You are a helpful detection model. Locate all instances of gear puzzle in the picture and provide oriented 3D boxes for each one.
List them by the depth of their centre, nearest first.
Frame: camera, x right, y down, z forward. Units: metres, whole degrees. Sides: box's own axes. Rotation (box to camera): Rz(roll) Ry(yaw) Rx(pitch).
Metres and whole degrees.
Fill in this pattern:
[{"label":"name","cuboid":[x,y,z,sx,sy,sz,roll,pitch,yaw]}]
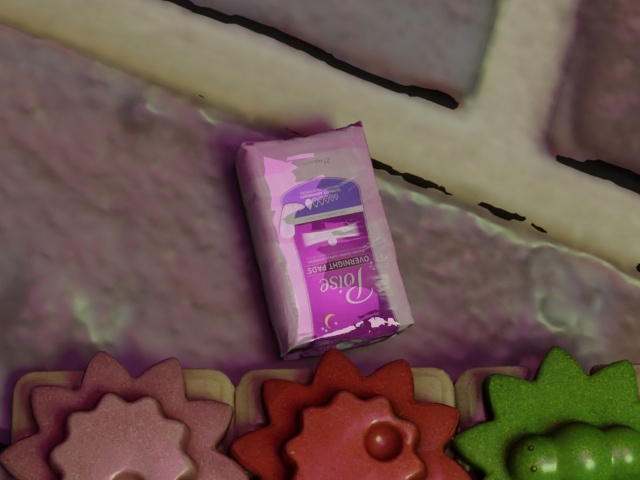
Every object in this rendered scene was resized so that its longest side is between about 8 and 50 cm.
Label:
[{"label":"gear puzzle","cuboid":[0.059,0.118,0.633,0.339,0.044,0.175,-1,69,-3]}]

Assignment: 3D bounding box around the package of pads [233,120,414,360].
[{"label":"package of pads","cuboid":[0.000,0.000,0.697,0.050,0.032,0.083,-11,80,-14]}]
